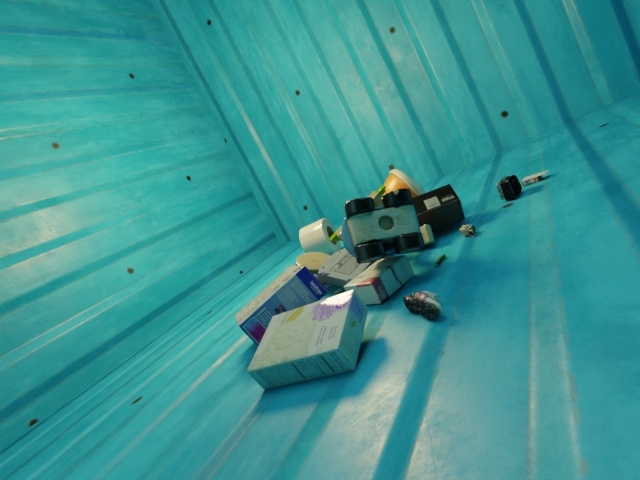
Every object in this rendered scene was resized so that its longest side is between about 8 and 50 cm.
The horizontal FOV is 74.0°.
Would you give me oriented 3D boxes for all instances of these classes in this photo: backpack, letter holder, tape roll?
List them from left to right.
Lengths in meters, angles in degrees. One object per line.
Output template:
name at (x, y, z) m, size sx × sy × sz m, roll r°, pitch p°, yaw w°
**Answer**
tape roll at (0.000, 0.000, 2.688) m, size 0.169 × 0.245 × 0.246 m, roll -24°, pitch 9°, yaw 20°
letter holder at (0.499, -0.088, 1.969) m, size 0.302 × 0.214 × 0.151 m, roll -21°, pitch 35°, yaw 11°
backpack at (0.859, -0.244, 1.937) m, size 0.114 × 0.104 × 0.084 m, roll -31°, pitch 9°, yaw -40°

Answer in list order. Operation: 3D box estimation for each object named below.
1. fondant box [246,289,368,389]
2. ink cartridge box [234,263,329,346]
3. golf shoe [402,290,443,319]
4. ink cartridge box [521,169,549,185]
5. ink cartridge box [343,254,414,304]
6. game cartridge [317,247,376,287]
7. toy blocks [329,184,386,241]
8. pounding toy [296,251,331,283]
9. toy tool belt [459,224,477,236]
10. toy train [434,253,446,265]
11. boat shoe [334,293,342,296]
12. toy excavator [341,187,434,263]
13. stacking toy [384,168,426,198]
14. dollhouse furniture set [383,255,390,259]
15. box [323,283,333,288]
fondant box at (-0.035, 0.297, 1.272) m, size 0.331 × 0.096 × 0.238 m, roll -22°, pitch 26°, yaw 29°
ink cartridge box at (-0.142, 0.235, 1.700) m, size 0.395 × 0.151 × 0.270 m, roll -44°, pitch 9°, yaw -12°
golf shoe at (0.308, 0.175, 1.224) m, size 0.086 × 0.067 × 0.186 m, roll -27°, pitch 8°, yaw -10°
ink cartridge box at (1.018, -0.294, 2.008) m, size 0.115 × 0.029 × 0.063 m, roll -17°, pitch 13°, yaw 47°
ink cartridge box at (0.220, 0.148, 1.585) m, size 0.218 × 0.092 × 0.159 m, roll -35°, pitch 11°, yaw -36°
game cartridge at (0.118, 0.121, 1.921) m, size 0.198 × 0.062 × 0.297 m, roll 8°, pitch 25°, yaw 27°
toy blocks at (0.271, -0.053, 2.129) m, size 0.381 × 0.261 × 0.190 m, roll -47°, pitch 14°, yaw 8°
pounding toy at (-0.010, 0.152, 2.047) m, size 0.183 × 0.110 × 0.237 m, roll -20°, pitch 32°, yaw -35°
toy tool belt at (0.604, -0.046, 1.714) m, size 0.051 × 0.052 × 0.083 m, roll -37°, pitch 11°, yaw -10°
toy train at (0.447, 0.074, 1.589) m, size 0.024 × 0.017 × 0.083 m, roll -33°, pitch 2°, yaw 44°
boat shoe at (0.037, 0.255, 1.601) m, size 0.184 × 0.065 × 0.083 m, roll -30°, pitch 7°, yaw -22°
toy excavator at (0.283, -0.029, 1.669) m, size 0.434 × 0.222 × 0.445 m, roll -11°, pitch -11°, yaw -8°
stacking toy at (0.352, -0.116, 2.294) m, size 0.480 × 0.350 × 0.350 m, roll -42°, pitch 7°, yaw 5°
dollhouse furniture set at (0.302, 0.013, 1.964) m, size 0.184 × 0.128 × 0.129 m, roll -7°, pitch 34°, yaw -43°
box at (0.035, 0.187, 2.107) m, size 0.159 × 0.044 × 0.233 m, roll -25°, pitch 8°, yaw 12°
